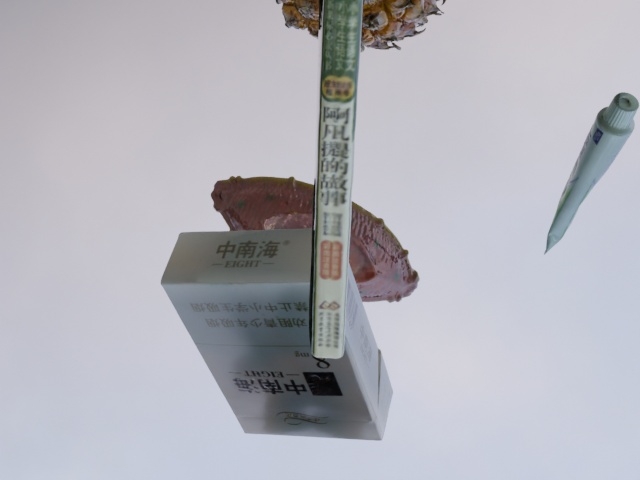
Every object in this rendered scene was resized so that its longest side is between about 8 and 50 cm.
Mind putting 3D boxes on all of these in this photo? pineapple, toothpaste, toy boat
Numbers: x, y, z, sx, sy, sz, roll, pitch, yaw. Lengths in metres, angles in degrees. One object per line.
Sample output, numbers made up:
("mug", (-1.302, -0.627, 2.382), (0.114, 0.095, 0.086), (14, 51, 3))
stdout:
("pineapple", (0.048, -0.242, 0.775), (0.137, 0.176, 0.161), (-7, -129, 60))
("toothpaste", (0.353, -0.086, 1.287), (0.048, 0.297, 0.075), (24, -123, 8))
("toy boat", (-0.001, 0.001, 1.305), (0.141, 0.318, 0.099), (-62, -172, 10))

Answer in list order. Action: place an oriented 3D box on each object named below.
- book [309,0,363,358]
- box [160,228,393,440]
("book", (0.010, -0.085, 0.649), (0.027, 0.264, 0.202), (3, -150, 1))
("box", (-0.032, 0.094, 0.906), (0.155, 0.243, 0.067), (1, -133, 19))
